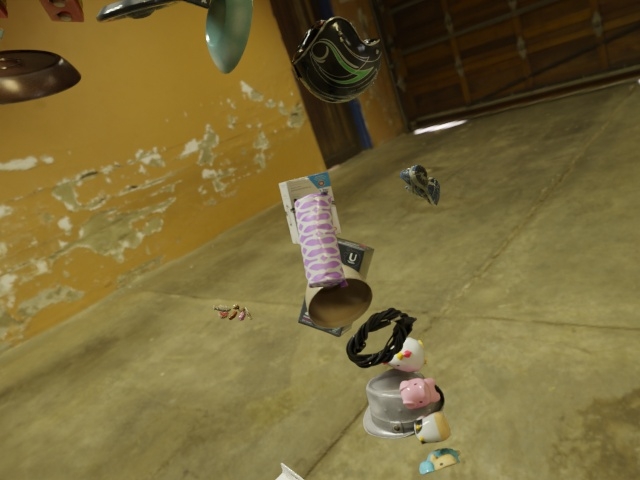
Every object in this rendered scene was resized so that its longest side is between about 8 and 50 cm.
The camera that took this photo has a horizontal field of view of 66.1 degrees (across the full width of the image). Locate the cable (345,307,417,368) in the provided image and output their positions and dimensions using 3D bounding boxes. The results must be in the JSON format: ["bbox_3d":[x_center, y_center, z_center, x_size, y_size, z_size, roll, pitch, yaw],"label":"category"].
[{"bbox_3d":[0.129,0.229,1.110,0.150,0.184,0.047,11,34,-40],"label":"cable"}]

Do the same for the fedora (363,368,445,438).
[{"bbox_3d":[0.236,0.480,1.512,0.275,0.124,0.243,-9,24,41],"label":"fedora"}]

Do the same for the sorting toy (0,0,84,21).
[{"bbox_3d":[-0.405,-0.352,0.599,0.257,0.089,0.255,-5,3,-16],"label":"sorting toy"}]

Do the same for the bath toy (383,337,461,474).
[{"bbox_3d":[0.266,0.438,1.342,0.129,0.348,0.151,-8,-25,-19],"label":"bath toy"}]

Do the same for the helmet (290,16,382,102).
[{"bbox_3d":[0.040,-0.367,1.011,0.169,0.161,0.169,-43,27,29],"label":"helmet"}]

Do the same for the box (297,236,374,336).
[{"bbox_3d":[0.051,0.135,1.502,0.143,0.270,0.165,17,6,15],"label":"box"}]

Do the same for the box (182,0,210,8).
[{"bbox_3d":[-0.246,-0.597,0.910,0.103,0.261,0.184,1,35,-32],"label":"box"}]

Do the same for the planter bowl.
[{"bbox_3d":[0.033,0.119,1.198,0.162,0.162,0.109,-21,40,-4],"label":"planter bowl"}]

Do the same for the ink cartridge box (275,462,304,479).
[{"bbox_3d":[-0.065,0.616,1.133,0.104,0.181,0.061,19,37,39],"label":"ink cartridge box"}]

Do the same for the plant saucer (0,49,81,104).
[{"bbox_3d":[-0.395,-0.211,0.619,0.168,0.029,0.168,1,34,-1],"label":"plant saucer"}]

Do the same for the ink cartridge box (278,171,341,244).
[{"bbox_3d":[-0.032,-0.101,1.563,0.148,0.203,0.086,-16,7,-20],"label":"ink cartridge box"}]

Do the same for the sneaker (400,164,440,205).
[{"bbox_3d":[0.228,-0.126,1.124,0.058,0.135,0.052,1,59,43],"label":"sneaker"}]

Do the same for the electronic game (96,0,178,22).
[{"bbox_3d":[-0.482,-0.619,1.313,0.229,0.048,0.229,-13,26,6],"label":"electronic game"}]

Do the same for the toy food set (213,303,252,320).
[{"bbox_3d":[-0.282,0.233,1.600,0.122,0.019,0.078,4,35,-36],"label":"toy food set"}]

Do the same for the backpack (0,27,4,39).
[{"bbox_3d":[-0.798,-0.437,1.056,0.188,0.144,0.166,-11,60,11],"label":"backpack"}]

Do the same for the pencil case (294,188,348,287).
[{"bbox_3d":[0.000,0.000,1.051,0.088,0.206,0.086,2,-14,-42],"label":"pencil case"}]

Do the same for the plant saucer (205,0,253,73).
[{"bbox_3d":[-0.193,-0.436,0.982,0.037,0.195,0.195,1,2,-33],"label":"plant saucer"}]
